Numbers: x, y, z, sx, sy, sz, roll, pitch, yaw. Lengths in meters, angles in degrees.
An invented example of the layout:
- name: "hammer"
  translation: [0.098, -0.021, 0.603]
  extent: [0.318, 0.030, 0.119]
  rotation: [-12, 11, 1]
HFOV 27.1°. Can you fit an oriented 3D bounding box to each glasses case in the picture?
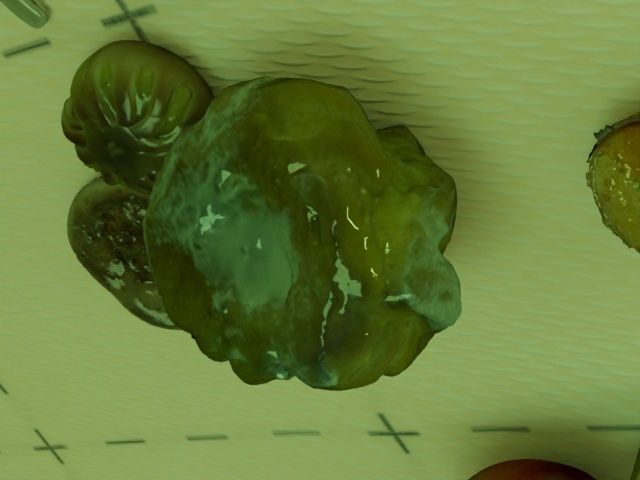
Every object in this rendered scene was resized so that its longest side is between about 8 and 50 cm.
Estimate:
- name: "glasses case"
  translation: [-0.355, -0.282, 1.555]
  extent: [0.083, 0.021, 0.032]
  rotation: [42, 137, -13]

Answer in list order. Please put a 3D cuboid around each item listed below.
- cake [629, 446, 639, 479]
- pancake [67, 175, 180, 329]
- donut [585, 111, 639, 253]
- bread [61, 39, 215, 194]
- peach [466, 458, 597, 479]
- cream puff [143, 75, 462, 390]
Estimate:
- name: "cake"
  translation: [0.459, 0.296, 1.529]
  extent: [0.156, 0.179, 0.260]
  rotation: [37, 138, -6]
- name: "pancake"
  translation: [-0.211, 0.013, 1.747]
  extent: [0.283, 0.049, 0.282]
  rotation: [14, 135, 14]
- name: "donut"
  translation: [0.343, -0.069, 1.299]
  extent: [0.146, 0.078, 0.181]
  rotation: [56, 149, -2]
- name: "bread"
  translation: [-0.213, -0.134, 1.560]
  extent: [0.213, 0.104, 0.213]
  rotation: [14, 137, 14]
- name: "peach"
  translation: [0.281, 0.427, 1.694]
  extent: [0.308, 0.308, 0.332]
  rotation: [14, 130, 19]
- name: "cream puff"
  translation: [0.000, 0.000, 1.471]
  extent: [0.378, 0.276, 0.378]
  rotation: [10, 108, 35]
